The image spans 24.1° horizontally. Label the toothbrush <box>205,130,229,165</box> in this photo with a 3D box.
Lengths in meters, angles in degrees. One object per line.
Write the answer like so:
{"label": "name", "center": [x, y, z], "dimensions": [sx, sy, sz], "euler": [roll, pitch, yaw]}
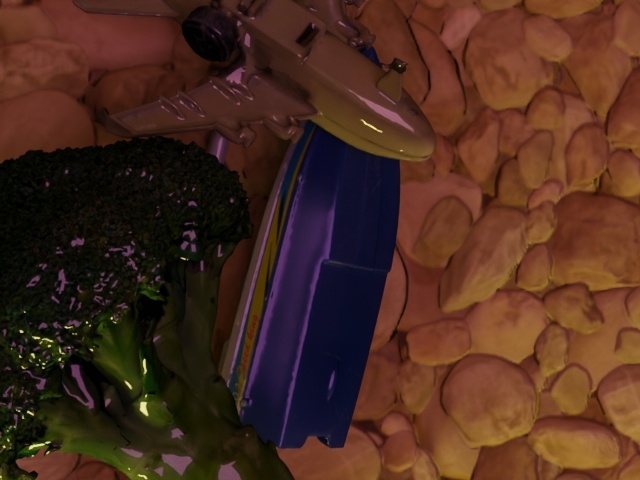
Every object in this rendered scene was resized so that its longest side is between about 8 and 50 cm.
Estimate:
{"label": "toothbrush", "center": [-0.104, 0.050, 1.121], "dimensions": [0.025, 0.019, 0.275], "euler": [9, 98, -11]}

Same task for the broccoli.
{"label": "broccoli", "center": [-0.140, 0.080, 0.973], "dimensions": [0.297, 0.297, 0.297], "euler": [-37, 91, -8]}

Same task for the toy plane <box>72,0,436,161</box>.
{"label": "toy plane", "center": [-0.031, -0.134, 1.026], "dimensions": [0.256, 0.104, 0.242], "euler": [29, 60, 14]}

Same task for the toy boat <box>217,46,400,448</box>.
{"label": "toy boat", "center": [0.000, 0.000, 1.106], "dimensions": [0.129, 0.088, 0.295], "euler": [10, 94, -56]}
